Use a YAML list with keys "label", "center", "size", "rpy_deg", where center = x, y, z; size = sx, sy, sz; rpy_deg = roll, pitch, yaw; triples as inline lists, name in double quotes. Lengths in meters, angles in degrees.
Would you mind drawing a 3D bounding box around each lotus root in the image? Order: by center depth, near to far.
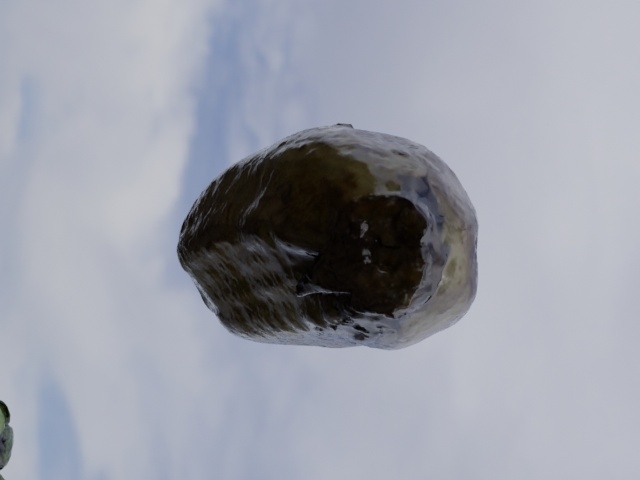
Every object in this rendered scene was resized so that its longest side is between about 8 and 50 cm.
- label: "lotus root"
  center: [0.000, 0.000, 0.750]
  size: [0.110, 0.097, 0.258]
  rpy_deg: [56, -22, -12]

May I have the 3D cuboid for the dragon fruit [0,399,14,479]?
- label: "dragon fruit"
  center: [-0.303, 0.115, 0.926]
  size: [0.198, 0.269, 0.200]
  rpy_deg: [49, 19, -50]
